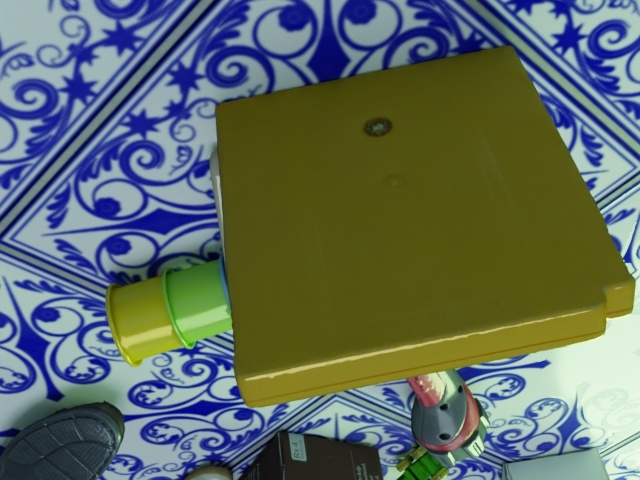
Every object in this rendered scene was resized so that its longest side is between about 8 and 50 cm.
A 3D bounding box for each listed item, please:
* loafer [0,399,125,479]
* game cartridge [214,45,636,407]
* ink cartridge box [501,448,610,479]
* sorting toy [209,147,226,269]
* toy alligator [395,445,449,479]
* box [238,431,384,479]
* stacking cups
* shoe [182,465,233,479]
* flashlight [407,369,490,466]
[{"bbox_3d":[-0.358,0.287,1.176,0.302,0.095,0.109,-40,100,22],"label":"loafer"},{"bbox_3d":[0.062,-0.029,0.731,0.285,0.324,0.053,-11,135,1],"label":"game cartridge"},{"bbox_3d":[0.373,0.438,1.464,0.158,0.092,0.218,-9,139,-2],"label":"ink cartridge box"},{"bbox_3d":[0.000,0.000,0.887,0.192,0.038,0.208,-8,107,-3],"label":"sorting toy"},{"bbox_3d":[0.142,0.350,1.357,0.051,0.056,0.190,-25,160,-53],"label":"toy alligator"},{"bbox_3d":[-0.023,0.405,1.291,0.167,0.169,0.203,16,132,-25],"label":"box"},{"bbox_3d":[-0.063,0.048,0.967,0.316,0.096,0.096,-16,137,2],"label":"stacking cups"},{"bbox_3d":[-0.186,0.407,1.341,0.076,0.058,0.219,14,132,-24],"label":"shoe"},{"bbox_3d":[0.122,0.177,1.128,0.103,0.103,0.304,-21,138,16],"label":"flashlight"}]
